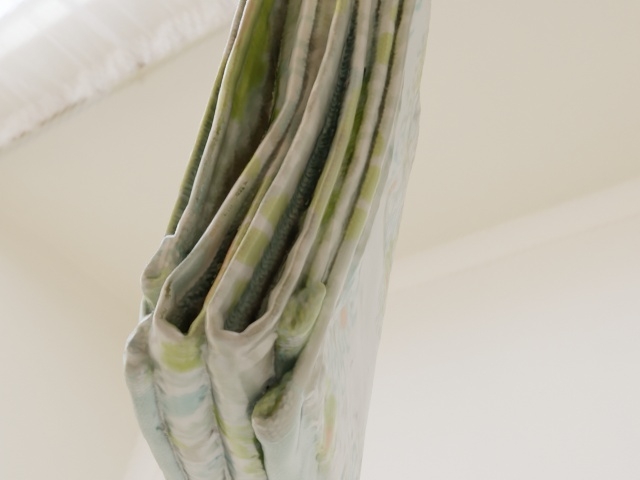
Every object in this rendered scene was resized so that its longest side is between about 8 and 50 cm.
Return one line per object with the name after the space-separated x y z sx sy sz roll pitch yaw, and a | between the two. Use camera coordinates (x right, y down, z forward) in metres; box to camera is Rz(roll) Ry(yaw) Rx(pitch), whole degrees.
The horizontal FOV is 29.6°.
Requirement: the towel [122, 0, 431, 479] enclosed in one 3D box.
0.000 0.000 0.654 0.090 0.374 0.320 12 -116 7 | towel
